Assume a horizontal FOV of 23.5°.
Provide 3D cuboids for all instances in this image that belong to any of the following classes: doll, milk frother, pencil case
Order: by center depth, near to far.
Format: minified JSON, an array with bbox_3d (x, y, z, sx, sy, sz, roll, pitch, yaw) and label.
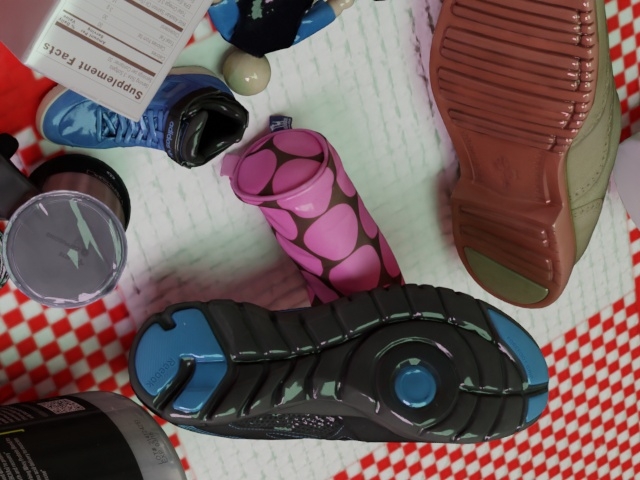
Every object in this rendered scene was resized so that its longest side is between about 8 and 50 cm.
[{"bbox_3d":[-0.210,0.007,1.091,0.129,0.135,0.143,26,99,-11],"label":"milk frother"},{"bbox_3d":[-0.028,-0.195,1.152,0.129,0.046,0.189,6,113,-36],"label":"doll"},{"bbox_3d":[0.000,0.000,1.267,0.209,0.098,0.095,61,33,-41],"label":"pencil case"}]

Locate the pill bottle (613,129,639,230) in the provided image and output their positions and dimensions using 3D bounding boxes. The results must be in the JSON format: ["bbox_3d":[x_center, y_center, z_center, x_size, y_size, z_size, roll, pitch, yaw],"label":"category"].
[{"bbox_3d":[0.429,-0.106,1.442,0.301,0.169,0.169,-30,131,-17],"label":"pill bottle"}]

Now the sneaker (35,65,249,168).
[{"bbox_3d":[-0.125,-0.087,1.125,0.152,0.084,0.058,-9,122,-30],"label":"sneaker"}]

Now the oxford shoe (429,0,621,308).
[{"bbox_3d":[0.184,-0.128,1.294,0.146,0.140,0.397,-48,151,-36],"label":"oxford shoe"}]

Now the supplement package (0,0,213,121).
[{"bbox_3d":[-0.136,-0.192,1.039,0.105,0.105,0.179,26,102,-42],"label":"supplement package"}]

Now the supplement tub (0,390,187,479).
[{"bbox_3d":[-0.265,0.222,1.118,0.316,0.193,0.194,-5,120,-44],"label":"supplement tub"}]

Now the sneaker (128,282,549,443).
[{"bbox_3d":[0.014,0.104,1.252,0.340,0.140,0.125,5,75,-8],"label":"sneaker"}]
